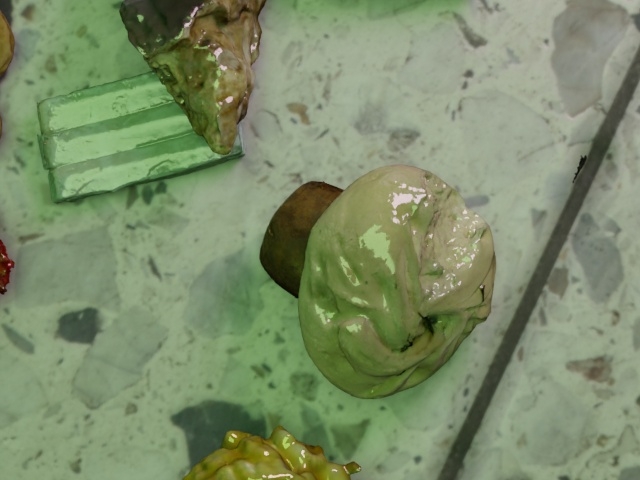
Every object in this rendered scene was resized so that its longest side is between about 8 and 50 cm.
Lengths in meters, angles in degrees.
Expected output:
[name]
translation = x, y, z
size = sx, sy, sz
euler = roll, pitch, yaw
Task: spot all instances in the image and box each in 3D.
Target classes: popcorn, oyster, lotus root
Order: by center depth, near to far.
[popcorn]
translation = -0.049, 0.282, 1.715
size = 0.169, 0.218, 0.189
euler = 18, 64, 47
[lotus root]
translation = -0.001, -0.001, 1.754
size = 0.081, 0.112, 0.122
euler = 34, 91, 25
[oyster]
translation = -0.138, -0.253, 1.762
size = 0.166, 0.110, 0.341
euler = -5, 68, 5

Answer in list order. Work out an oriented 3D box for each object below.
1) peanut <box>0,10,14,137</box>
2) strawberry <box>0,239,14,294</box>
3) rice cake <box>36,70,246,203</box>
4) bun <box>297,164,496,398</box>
[peanut]
translation = -0.359, -0.174, 1.803
size = 0.089, 0.089, 0.193
euler = 5, 90, 3
[strawberry]
translation = -0.388, -0.011, 1.798
size = 0.188, 0.082, 0.121
euler = 45, 109, -5
[rice cake]
translation = -0.185, -0.115, 1.809
size = 0.211, 0.038, 0.124
euler = -10, 85, 1
[bun]
translation = 0.084, 0.044, 1.706
size = 0.210, 0.116, 0.237
euler = -17, 121, -33
